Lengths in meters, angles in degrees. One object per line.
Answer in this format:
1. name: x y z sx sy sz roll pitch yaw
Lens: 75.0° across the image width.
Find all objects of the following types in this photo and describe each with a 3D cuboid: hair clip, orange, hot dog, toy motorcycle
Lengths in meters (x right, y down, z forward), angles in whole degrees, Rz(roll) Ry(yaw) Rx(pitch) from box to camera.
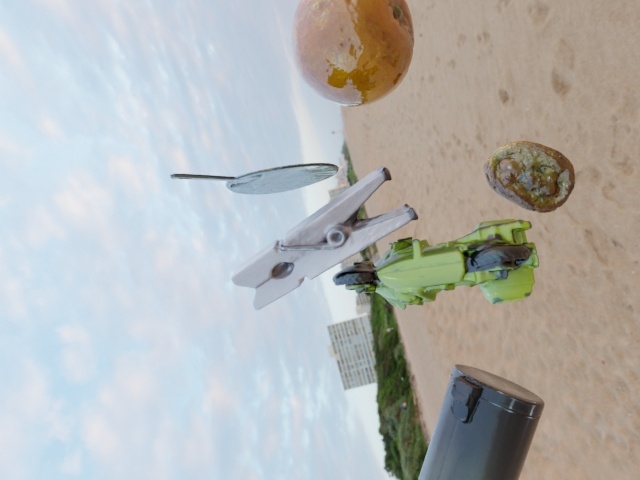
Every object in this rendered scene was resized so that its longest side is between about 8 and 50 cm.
1. hair clip: 0.000 0.002 0.729 0.101 0.330 0.085 55 -173 -16
2. orange: 0.066 -0.408 0.857 0.261 0.261 0.261 -16 -90 -83
3. hot dog: 0.658 -0.203 1.315 0.196 0.272 0.122 -63 -1 10
4. toy motorcycle: 0.205 0.055 0.756 0.206 0.342 0.142 -7 -94 -62

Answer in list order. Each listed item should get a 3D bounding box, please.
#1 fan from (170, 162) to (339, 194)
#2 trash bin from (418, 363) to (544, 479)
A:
1. fan: -0.116 -0.110 0.791 0.223 0.294 0.012 161 102 -77
2. trash bin: 0.362 0.470 0.967 0.203 0.252 0.302 19 90 54
